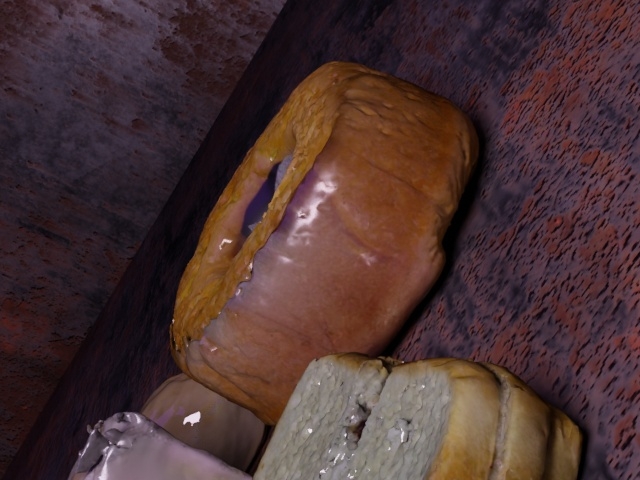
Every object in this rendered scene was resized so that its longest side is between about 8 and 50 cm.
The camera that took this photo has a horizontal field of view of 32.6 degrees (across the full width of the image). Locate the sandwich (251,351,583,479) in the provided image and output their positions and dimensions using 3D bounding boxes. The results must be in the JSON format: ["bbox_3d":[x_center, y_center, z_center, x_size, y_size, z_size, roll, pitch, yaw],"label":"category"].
[{"bbox_3d":[0.024,0.183,0.637,0.249,0.095,0.273,-63,15,-14],"label":"sandwich"}]

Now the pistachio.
[{"bbox_3d":[-0.121,0.199,1.051,0.124,0.124,0.185,-114,38,-71],"label":"pistachio"}]

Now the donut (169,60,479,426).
[{"bbox_3d":[0.000,0.000,0.935,0.317,0.150,0.299,-65,19,-14],"label":"donut"}]

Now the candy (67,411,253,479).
[{"bbox_3d":[-0.113,0.224,0.826,0.137,0.195,0.185,-65,12,-19],"label":"candy"}]
